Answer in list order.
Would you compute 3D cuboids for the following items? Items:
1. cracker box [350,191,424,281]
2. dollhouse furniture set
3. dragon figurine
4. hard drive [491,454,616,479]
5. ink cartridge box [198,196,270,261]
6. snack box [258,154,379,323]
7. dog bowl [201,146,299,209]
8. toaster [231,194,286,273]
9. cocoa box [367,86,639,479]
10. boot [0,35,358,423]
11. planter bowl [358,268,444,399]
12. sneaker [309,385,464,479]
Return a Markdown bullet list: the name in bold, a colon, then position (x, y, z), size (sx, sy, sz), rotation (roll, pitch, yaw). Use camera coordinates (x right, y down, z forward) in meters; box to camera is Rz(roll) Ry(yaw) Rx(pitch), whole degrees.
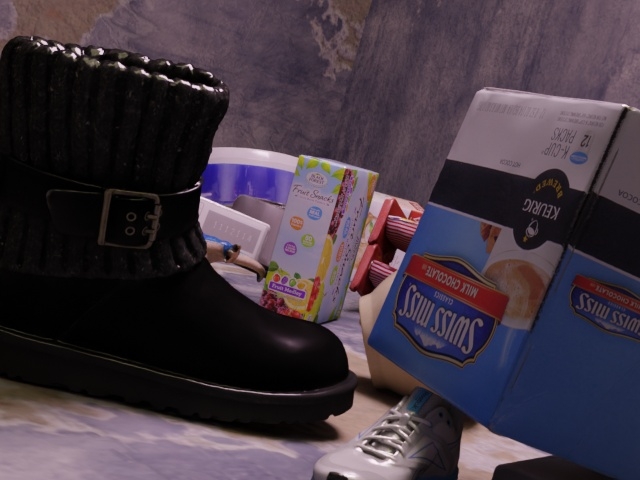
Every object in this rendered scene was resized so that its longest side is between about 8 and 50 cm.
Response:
- **cracker box**: position (0.056, -0.012, 2.097), size (0.232, 0.155, 0.067), rotation (13, 18, -25)
- **dollhouse furniture set**: position (0.203, 0.084, 1.854), size (0.201, 0.152, 0.374), rotation (18, -12, 21)
- **dragon figurine**: position (-0.177, 0.004, 1.421), size (0.144, 0.085, 0.289), rotation (38, 24, 26)
- **hard drive**: position (0.290, 0.223, 0.977), size (0.203, 0.040, 0.307), rotation (19, 6, 33)
- **ink cartridge box**: position (-0.244, -0.046, 1.630), size (0.296, 0.066, 0.261), rotation (23, -6, -18)
- **snack box**: position (0.000, 0.000, 1.544), size (0.070, 0.207, 0.174), rotation (18, 5, 15)
- **dog bowl**: position (-0.133, -0.084, 2.185), size (0.265, 0.104, 0.265), rotation (5, -11, 1)
- **toaster**: position (-0.043, 0.005, 1.908), size (0.168, 0.110, 0.186), rotation (10, 8, -43)
- **cocoa box**: position (0.257, 0.062, 0.901), size (0.347, 0.228, 0.231), rotation (23, 2, -21)
- **boot**: position (-0.102, -0.003, 0.947), size (0.348, 0.260, 0.131), rotation (14, 6, -24)
- **planter bowl**: position (0.099, 0.097, 1.232), size (0.109, 0.162, 0.162), rotation (-11, 3, 5)
- **sneaker**: position (0.053, 0.144, 0.854), size (0.071, 0.082, 0.191), rotation (20, 7, 24)
